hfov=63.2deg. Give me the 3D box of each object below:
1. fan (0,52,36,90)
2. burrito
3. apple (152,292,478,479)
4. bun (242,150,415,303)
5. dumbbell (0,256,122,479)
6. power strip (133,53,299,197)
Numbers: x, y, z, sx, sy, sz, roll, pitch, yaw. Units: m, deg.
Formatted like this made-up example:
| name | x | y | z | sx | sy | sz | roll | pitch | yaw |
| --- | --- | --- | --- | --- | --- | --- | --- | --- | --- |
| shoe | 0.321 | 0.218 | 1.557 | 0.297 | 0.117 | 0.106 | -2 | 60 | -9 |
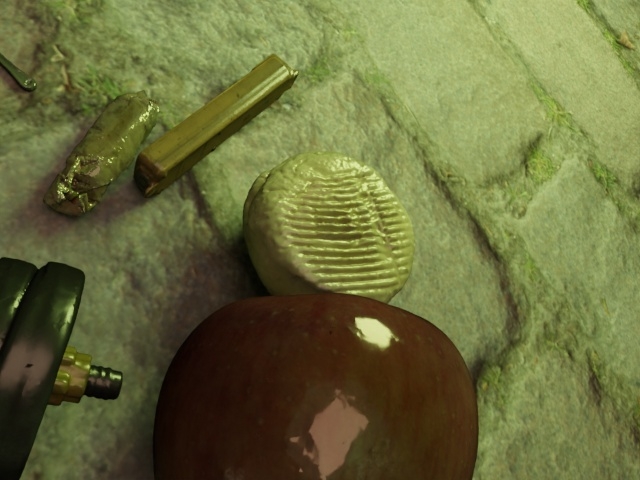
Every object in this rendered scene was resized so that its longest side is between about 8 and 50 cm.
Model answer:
| name | x | y | z | sx | sy | sz | roll | pitch | yaw |
| --- | --- | --- | --- | --- | --- | --- | --- | --- | --- |
| fan | -0.404 | -0.246 | 0.571 | 0.220 | 0.009 | 0.132 | 44 | 58 | -9 |
| burrito | -0.241 | -0.104 | 0.592 | 0.058 | 0.045 | 0.188 | 36 | 56 | -23 |
| apple | 0.001 | 0.178 | 0.482 | 0.305 | 0.306 | 0.235 | 11 | 66 | -26 |
| bun | 0.000 | 0.000 | 0.641 | 0.220 | 0.134 | 0.220 | 11 | 62 | -21 |
| dumbbell | -0.347 | 0.072 | 0.387 | 0.388 | 0.185 | 0.185 | 20 | 64 | -23 |
| power strip | -0.126 | -0.157 | 0.666 | 0.044 | 0.064 | 0.305 | 43 | 57 | -2 |
